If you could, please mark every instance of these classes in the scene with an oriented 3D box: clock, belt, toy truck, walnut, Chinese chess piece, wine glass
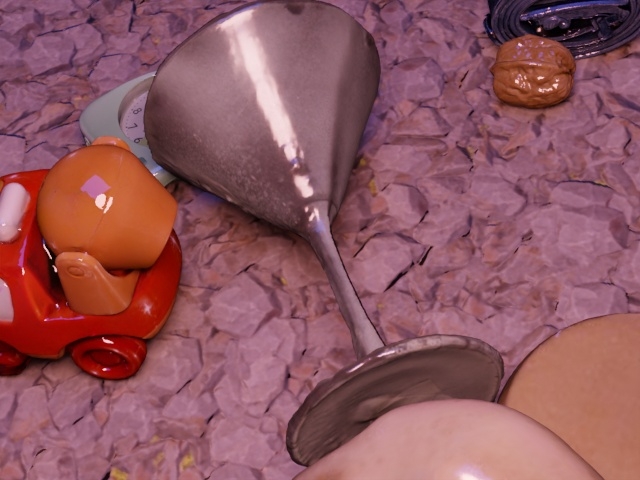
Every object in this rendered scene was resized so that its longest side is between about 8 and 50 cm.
[{"bbox_3d":[-0.166,-0.130,1.452,0.188,0.060,0.148,-31,55,-16],"label":"clock"},{"bbox_3d":[0.279,-0.274,1.449,0.190,0.141,0.082,-6,51,4],"label":"belt"},{"bbox_3d":[-0.259,0.003,1.254,0.264,0.239,0.189,2,53,9],"label":"toy truck"},{"bbox_3d":[0.236,-0.189,1.432,0.096,0.082,0.079,7,84,21],"label":"walnut"},{"bbox_3d":[0.281,0.191,1.129,0.273,0.102,0.273,-3,52,4],"label":"Chinese chess piece"},{"bbox_3d":[0.000,0.000,1.209,0.267,0.267,0.406,-18,54,-6],"label":"wine glass"}]

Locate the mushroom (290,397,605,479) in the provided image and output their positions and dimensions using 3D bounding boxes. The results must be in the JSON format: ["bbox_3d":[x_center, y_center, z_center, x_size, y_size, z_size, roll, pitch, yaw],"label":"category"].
[{"bbox_3d":[0.117,0.282,0.932,0.325,0.353,0.353,-6,53,-7],"label":"mushroom"}]
